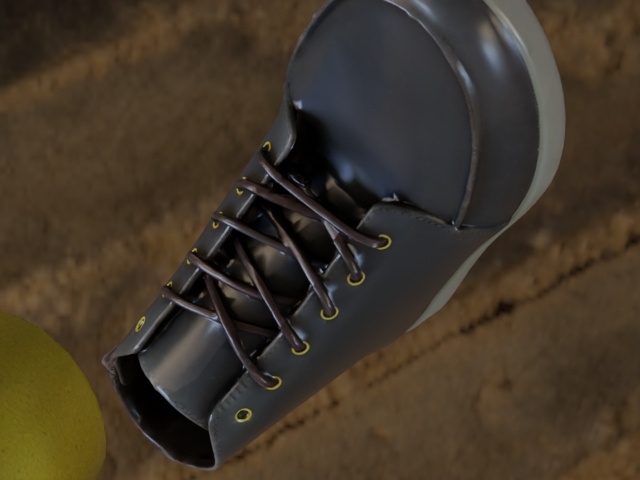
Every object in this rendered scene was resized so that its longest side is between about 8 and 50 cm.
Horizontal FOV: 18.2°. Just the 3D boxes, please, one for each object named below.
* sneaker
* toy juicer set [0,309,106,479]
[{"bbox_3d":[0.000,0.000,0.625,0.083,0.222,0.118,43,-117,16],"label":"sneaker"},{"bbox_3d":[-0.002,0.174,0.404,0.329,0.209,0.089,32,-149,4],"label":"toy juicer set"}]
